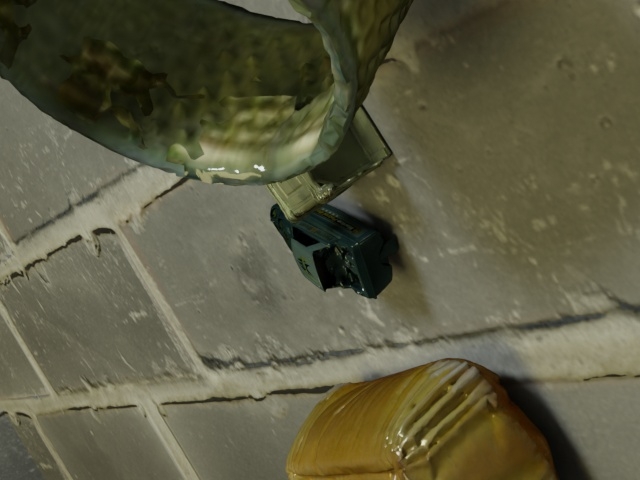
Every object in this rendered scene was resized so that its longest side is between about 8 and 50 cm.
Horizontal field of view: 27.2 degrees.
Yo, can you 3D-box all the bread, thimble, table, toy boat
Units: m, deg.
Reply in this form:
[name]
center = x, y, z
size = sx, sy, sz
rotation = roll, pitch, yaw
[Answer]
[bread]
center = 0.073, 0.181, 1.043
size = 0.153, 0.119, 0.288
rotation = 55, 157, -1
[thimble]
center = -0.075, -0.164, 0.741
size = 0.270, 0.150, 0.271
rotation = 19, 151, 11
[table]
center = -0.005, -0.067, 0.960
size = 0.079, 0.062, 0.083
rotation = 57, 155, -2
[toy boat]
center = 0.000, 0.000, 1.041
size = 0.141, 0.060, 0.055
rotation = 29, 145, 52
